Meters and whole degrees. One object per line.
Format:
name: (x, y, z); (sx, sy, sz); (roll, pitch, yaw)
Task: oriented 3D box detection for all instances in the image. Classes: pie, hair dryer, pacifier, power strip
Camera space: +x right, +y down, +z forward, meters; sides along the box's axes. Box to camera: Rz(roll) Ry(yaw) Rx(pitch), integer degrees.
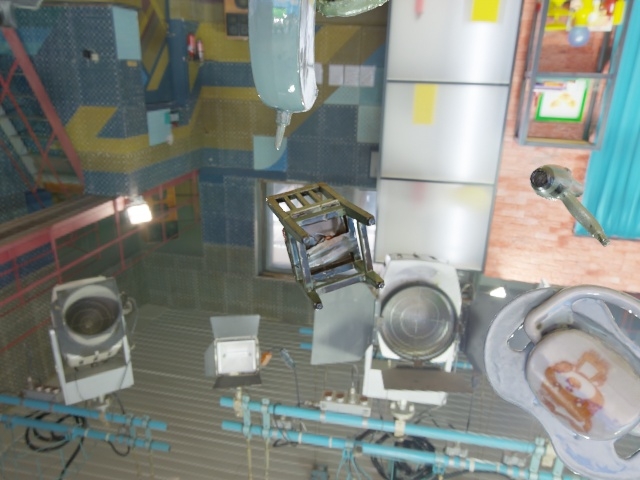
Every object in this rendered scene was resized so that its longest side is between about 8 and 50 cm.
pie: (0.060, -0.489, 0.863); (0.240, 0.054, 0.240); (-9, -123, 13)
hair dryer: (0.603, -0.096, 1.133); (0.225, 0.088, 0.219); (50, -144, 13)
pacifier: (0.385, 0.190, 0.694); (0.279, 0.227, 0.207); (49, -172, 25)
power strip: (-0.026, -0.188, 0.423); (0.044, 0.216, 0.137); (9, -148, 5)

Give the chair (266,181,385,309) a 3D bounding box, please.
chair: (0.000, 0.000, 0.904); (0.136, 0.147, 0.270); (-17, -158, -14)
